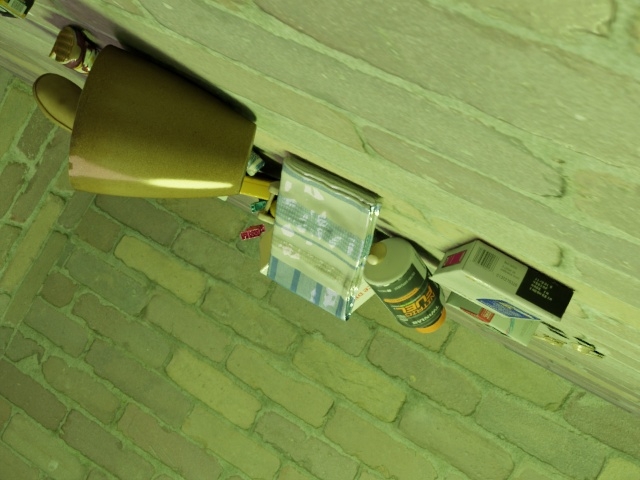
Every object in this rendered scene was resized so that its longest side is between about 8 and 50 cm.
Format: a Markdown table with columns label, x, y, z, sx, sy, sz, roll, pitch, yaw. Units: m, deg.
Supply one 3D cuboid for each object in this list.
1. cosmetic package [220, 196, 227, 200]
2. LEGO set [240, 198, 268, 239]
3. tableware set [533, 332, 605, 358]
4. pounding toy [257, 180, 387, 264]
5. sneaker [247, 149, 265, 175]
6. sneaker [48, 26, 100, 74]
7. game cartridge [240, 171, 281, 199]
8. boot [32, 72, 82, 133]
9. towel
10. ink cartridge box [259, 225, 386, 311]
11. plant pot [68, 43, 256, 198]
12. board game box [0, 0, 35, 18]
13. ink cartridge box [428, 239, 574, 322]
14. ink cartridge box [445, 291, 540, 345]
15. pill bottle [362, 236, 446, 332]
| label | x | y | z | sx | sy | sz | roll | pitch | yaw |
| --- | --- | --- | --- | --- | --- | --- | --- | --- | --- |
| cosmetic package | -0.432 | -0.252 | 2.161 | 0.284 | 0.097 | 0.377 | 30 | 178 | 20 |
| LEGO set | -0.087 | -0.076 | 1.851 | 0.227 | 0.087 | 0.093 | -13 | -169 | 2 |
| tableware set | 0.578 | 0.243 | 1.780 | 0.168 | 0.020 | 0.141 | 16 | 176 | 29 |
| pounding toy | 0.000 | 0.000 | 1.517 | 0.269 | 0.155 | 0.154 | 25 | -155 | 0 |
| sneaker | -0.155 | -0.175 | 1.567 | 0.058 | 0.052 | 0.135 | 49 | 172 | -22 |
| sneaker | -0.422 | -0.331 | 1.349 | 0.083 | 0.070 | 0.185 | 21 | -173 | -30 |
| game cartridge | -0.203 | -0.141 | 1.689 | 0.285 | 0.053 | 0.323 | 12 | -176 | -25 |
| boot | -0.425 | -0.259 | 1.446 | 0.236 | 0.089 | 0.269 | 43 | 156 | -17 |
| towel | -0.005 | 0.001 | 1.414 | 0.209 | 0.285 | 0.034 | 28 | -142 | 22 |
| ink cartridge box | 0.020 | 0.040 | 1.802 | 0.272 | 0.197 | 0.114 | 30 | -147 | -29 |
| plant pot | -0.238 | -0.164 | 1.219 | 0.254 | 0.237 | 0.237 | 14 | 177 | -5 |
| board game box | -0.547 | -0.416 | 1.192 | 0.170 | 0.048 | 0.141 | 32 | 178 | -39 |
| ink cartridge box | 0.307 | 0.079 | 1.369 | 0.175 | 0.069 | 0.371 | 28 | 174 | 2 |
| ink cartridge box | 0.400 | 0.165 | 1.763 | 0.175 | 0.072 | 0.127 | 31 | 175 | -26 |
| pill bottle | 0.200 | 0.112 | 1.725 | 0.130 | 0.130 | 0.246 | 25 | 161 | 46 |
